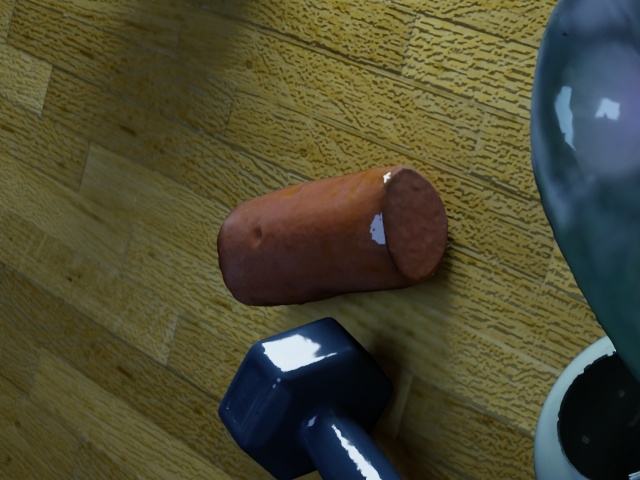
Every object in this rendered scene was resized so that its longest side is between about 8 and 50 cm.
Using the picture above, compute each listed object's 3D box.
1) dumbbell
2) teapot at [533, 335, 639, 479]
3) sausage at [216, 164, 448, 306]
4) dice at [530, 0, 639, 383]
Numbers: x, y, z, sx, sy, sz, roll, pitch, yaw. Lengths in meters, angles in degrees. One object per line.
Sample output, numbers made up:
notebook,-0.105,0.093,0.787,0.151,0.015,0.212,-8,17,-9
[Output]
dumbbell,0.042,0.215,1.618,0.144,0.160,0.325,-38,49,2
teapot,0.244,0.146,1.360,0.193,0.129,0.294,6,69,40
sausage,0.000,0.000,1.732,0.259,0.113,0.113,-9,77,49
dice,0.353,-0.056,1.098,0.328,0.330,0.348,-47,58,42
